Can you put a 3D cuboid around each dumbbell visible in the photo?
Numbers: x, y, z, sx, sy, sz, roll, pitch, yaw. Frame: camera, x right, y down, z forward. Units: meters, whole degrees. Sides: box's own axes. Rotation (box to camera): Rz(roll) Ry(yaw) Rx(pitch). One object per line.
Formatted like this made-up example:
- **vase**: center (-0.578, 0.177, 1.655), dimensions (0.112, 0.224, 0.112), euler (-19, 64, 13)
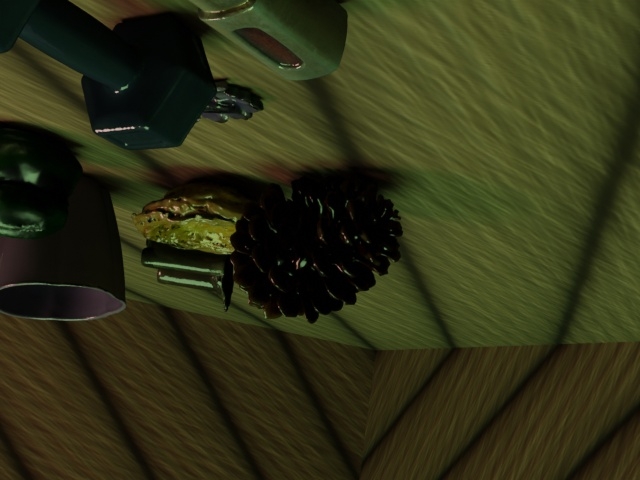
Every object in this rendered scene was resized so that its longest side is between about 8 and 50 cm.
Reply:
- **dumbbell**: center (-0.247, -0.202, 0.862), dimensions (0.143, 0.156, 0.316), euler (-30, 151, 20)

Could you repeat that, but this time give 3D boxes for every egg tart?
- **egg tart**: center (-0.204, -0.048, 1.599), dimensions (0.290, 0.107, 0.291), euler (4, 164, 1)

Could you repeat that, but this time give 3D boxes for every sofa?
- **sofa**: center (-0.287, 0.052, 1.902), dimensions (0.200, 0.182, 0.258), euler (9, 167, 0)

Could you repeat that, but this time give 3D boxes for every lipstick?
- **lipstick**: center (-0.075, -0.230, 0.769), dimensions (0.079, 0.077, 0.253), euler (-1, 163, 35)

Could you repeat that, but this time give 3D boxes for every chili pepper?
- **chili pepper**: center (-0.532, -0.106, 1.431), dimensions (0.261, 0.174, 0.165), euler (13, -168, -23)

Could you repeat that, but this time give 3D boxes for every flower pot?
- **flower pot**: center (-0.496, 0.010, 1.663), dimensions (0.265, 0.243, 0.265), euler (1, 161, 0)

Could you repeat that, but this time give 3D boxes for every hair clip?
- **hair clip**: center (-0.172, -0.173, 1.148), dimensions (0.195, 0.052, 0.124), euler (-1, 170, 19)

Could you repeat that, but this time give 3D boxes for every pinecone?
- **pinecone**: center (-0.001, 0.003, 1.405), dimensions (0.292, 0.246, 0.246), euler (-22, 152, 34)
